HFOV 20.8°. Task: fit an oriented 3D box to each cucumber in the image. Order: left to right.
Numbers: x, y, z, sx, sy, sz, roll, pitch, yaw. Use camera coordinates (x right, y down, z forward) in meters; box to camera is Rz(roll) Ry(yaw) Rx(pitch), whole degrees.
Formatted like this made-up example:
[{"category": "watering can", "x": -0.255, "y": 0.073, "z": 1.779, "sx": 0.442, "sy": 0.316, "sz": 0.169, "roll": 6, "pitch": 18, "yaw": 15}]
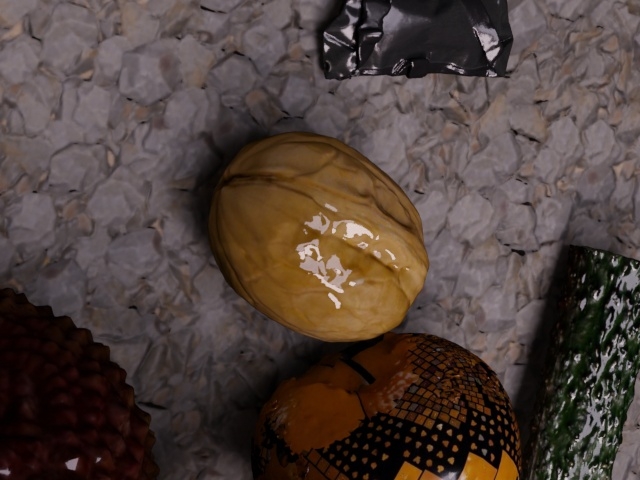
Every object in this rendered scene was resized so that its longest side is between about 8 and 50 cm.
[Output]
[{"category": "cucumber", "x": 0.243, "y": 0.186, "z": 1.644, "sx": 0.096, "sy": 0.096, "sz": 0.359, "roll": 13, "pitch": 90, "yaw": -32}]

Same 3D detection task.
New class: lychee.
[{"category": "lychee", "x": -0.262, "y": 0.185, "z": 1.260, "sx": 0.306, "sy": 0.306, "sz": 0.330, "roll": -20, "pitch": 142, "yaw": -24}]

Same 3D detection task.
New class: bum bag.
[{"category": "bum bag", "x": 0.091, "y": -0.178, "z": 1.502, "sx": 0.197, "sy": 0.049, "sz": 0.087, "roll": -4, "pitch": 111, "yaw": -30}]

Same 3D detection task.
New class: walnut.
[{"category": "walnut", "x": 0.000, "y": 0.000, "z": 1.441, "sx": 0.207, "sy": 0.159, "sz": 0.159, "roll": 31, "pitch": 87, "yaw": -32}]

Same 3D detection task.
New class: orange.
[{"category": "orange", "x": 0.058, "y": 0.186, "z": 1.484, "sx": 0.234, "sy": 0.234, "sz": 0.182, "roll": -25, "pitch": 117, "yaw": -22}]
